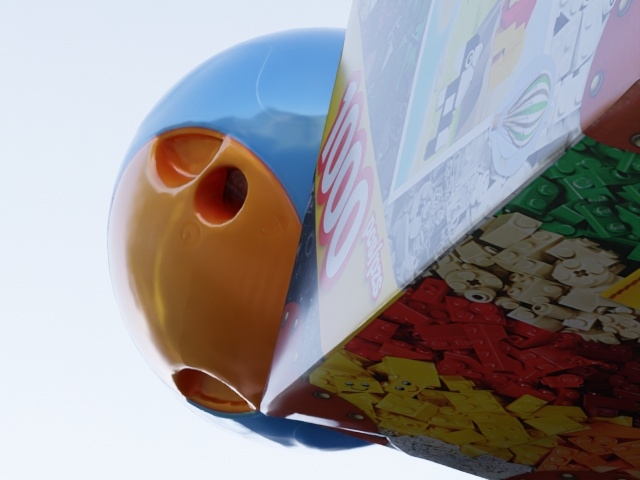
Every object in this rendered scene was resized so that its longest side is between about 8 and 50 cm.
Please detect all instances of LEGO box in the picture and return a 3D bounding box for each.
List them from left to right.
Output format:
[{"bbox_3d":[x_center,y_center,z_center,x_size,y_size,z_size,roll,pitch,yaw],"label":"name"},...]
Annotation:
[{"bbox_3d":[0.164,-0.169,0.656,0.193,0.500,0.372,19,-29,-13],"label":"LEGO box"}]

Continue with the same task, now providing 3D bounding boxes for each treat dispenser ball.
[{"bbox_3d":[0.000,0.000,0.956,0.288,0.288,0.288,4,-58,7],"label":"treat dispenser ball"}]
